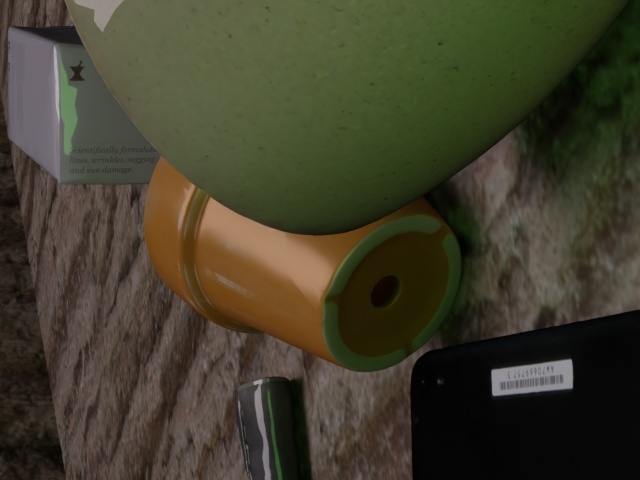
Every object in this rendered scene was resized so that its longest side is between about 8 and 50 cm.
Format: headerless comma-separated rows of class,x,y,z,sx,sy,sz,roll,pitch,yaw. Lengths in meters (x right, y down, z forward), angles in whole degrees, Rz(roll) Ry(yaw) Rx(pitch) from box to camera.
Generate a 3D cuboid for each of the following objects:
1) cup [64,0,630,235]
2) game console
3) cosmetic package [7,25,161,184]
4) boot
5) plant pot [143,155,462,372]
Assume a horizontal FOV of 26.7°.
cup,0.051,-0.192,0.741,0.237,0.331,0.331,-19,72,40
game console,0.156,0.223,0.824,0.386,0.060,0.342,156,115,-67
cosmetic package,-0.239,-0.168,1.589,0.385,0.217,0.156,-146,56,-67
boot,-0.035,0.236,1.314,0.190,0.076,0.208,158,115,-66
plant pot,0.000,0.000,1.027,0.188,0.205,0.205,35,127,46
